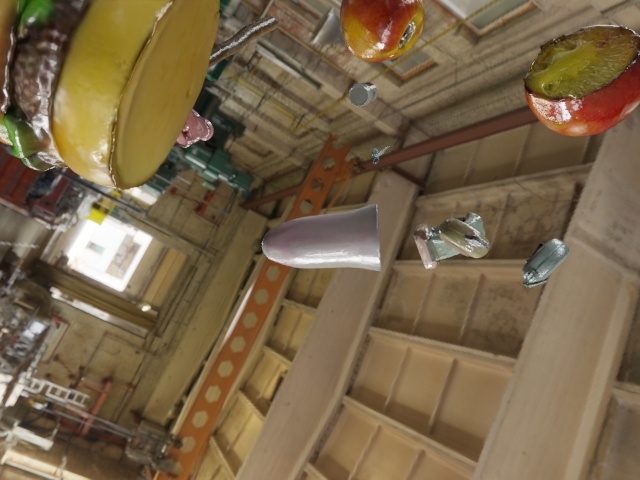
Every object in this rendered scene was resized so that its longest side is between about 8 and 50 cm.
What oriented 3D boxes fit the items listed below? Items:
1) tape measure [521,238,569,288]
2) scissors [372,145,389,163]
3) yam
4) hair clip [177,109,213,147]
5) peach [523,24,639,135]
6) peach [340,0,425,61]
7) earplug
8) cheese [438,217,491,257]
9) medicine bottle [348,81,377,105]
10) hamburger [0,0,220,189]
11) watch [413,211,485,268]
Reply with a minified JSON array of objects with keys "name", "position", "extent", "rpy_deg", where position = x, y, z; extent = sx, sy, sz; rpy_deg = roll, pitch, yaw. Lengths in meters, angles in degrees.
[{"name":"tape measure","position":[0.610,0.059,1.557],"extent":[0.164,0.084,0.330],"rpy_deg":[-54,160,9]},{"name":"scissors","position":[0.229,-0.334,2.157],"extent":[0.014,0.058,0.119],"rpy_deg":[9,-148,36]},{"name":"yam","position":[-0.218,-0.501,1.438],"extent":[0.045,0.045,0.327],"rpy_deg":[-17,-157,48]},{"name":"hair clip","position":[-0.326,-0.292,1.323],"extent":[0.123,0.102,0.138],"rpy_deg":[-20,-104,36]},{"name":"peach","position":[0.665,-0.407,1.442],"extent":[0.281,0.338,0.281],"rpy_deg":[22,-64,55]},{"name":"peach","position":[0.174,-0.675,1.702],"extent":[0.281,0.238,0.281],"rpy_deg":[0,-91,32]},{"name":"earplug","position":[0.000,0.000,1.443],"extent":[0.172,0.301,0.172],"rpy_deg":[-3,90,-85]},{"name":"cheese","position":[0.456,0.000,1.747],"extent":[0.082,0.163,0.286],"rpy_deg":[-57,-172,3]},{"name":"medicine bottle","position":[0.115,-0.395,1.529],"extent":[0.058,0.058,0.091],"rpy_deg":[-50,177,28]},{"name":"hamburger","position":[-0.353,-0.299,0.895],"extent":[0.396,0.277,0.396],"rpy_deg":[-155,-90,-86]},{"name":"watch","position":[0.480,-0.011,2.082],"extent":[0.241,0.162,0.253],"rpy_deg":[-18,-171,14]}]
